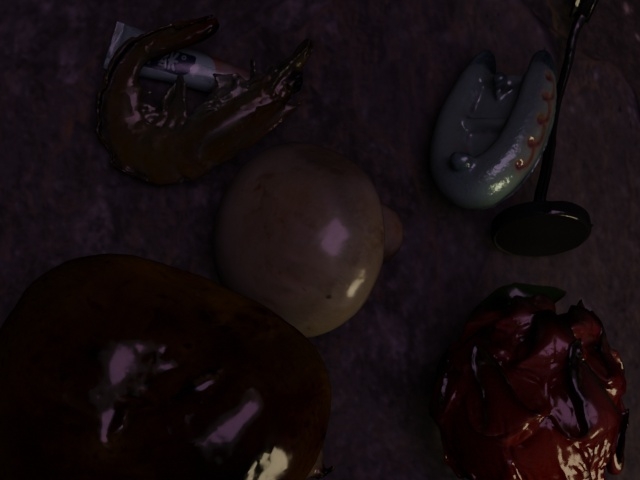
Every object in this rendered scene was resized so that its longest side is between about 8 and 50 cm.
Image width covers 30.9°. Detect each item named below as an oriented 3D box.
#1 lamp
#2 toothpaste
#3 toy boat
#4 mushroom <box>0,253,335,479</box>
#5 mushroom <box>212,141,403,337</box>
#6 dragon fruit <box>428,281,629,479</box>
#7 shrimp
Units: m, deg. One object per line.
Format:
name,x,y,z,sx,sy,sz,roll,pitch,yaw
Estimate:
lamp,0.309,-0.148,1.372,0.109,0.130,0.371,19,66,12
toothpaste,-0.134,-0.187,1.282,0.205,0.036,0.056,16,81,-9
toy boat,0.189,-0.134,1.308,0.079,0.134,0.207,45,63,-50
mushroom,-0.159,0.184,1.140,0.346,0.259,0.345,-1,86,11
mushroom,-0.018,0.000,1.222,0.207,0.209,0.206,-1,84,13
dragon fruit,0.234,0.192,1.212,0.234,0.233,0.293,-17,68,-18
shrimp,-0.130,-0.166,1.245,0.253,0.058,0.173,-40,93,0
